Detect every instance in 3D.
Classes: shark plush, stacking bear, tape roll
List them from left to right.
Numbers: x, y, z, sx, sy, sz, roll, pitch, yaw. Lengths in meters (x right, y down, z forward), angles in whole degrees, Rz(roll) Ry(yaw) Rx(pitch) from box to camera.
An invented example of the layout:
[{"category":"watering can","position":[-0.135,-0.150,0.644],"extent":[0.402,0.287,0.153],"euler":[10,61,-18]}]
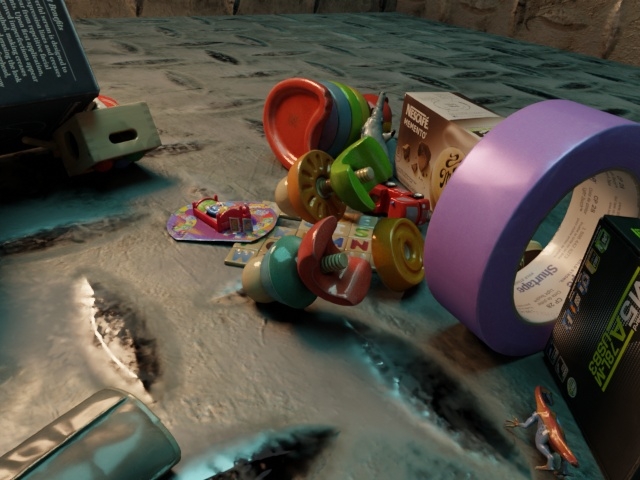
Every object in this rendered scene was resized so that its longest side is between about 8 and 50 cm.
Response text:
[{"category":"stacking bear","position":[0.040,-0.248,1.108],"extent":[0.289,0.175,0.164],"euler":[-13,41,-44]},{"category":"shark plush","position":[0.118,-0.202,1.043],"extent":[0.067,0.161,0.073],"euler":[6,-7,28]},{"category":"tape roll","position":[0.250,-0.009,0.593],"extent":[0.274,0.275,0.090],"euler":[-12,33,-27]}]

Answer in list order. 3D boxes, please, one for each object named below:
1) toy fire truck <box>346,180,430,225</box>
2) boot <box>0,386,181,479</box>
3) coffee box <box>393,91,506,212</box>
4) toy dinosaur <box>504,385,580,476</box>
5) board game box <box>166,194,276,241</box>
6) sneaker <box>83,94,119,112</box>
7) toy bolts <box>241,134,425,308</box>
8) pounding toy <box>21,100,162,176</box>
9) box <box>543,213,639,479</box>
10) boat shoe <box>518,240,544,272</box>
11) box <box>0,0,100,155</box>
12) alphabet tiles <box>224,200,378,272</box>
[{"category":"toy fire truck","position":[0.068,-0.068,0.881],"extent":[0.135,0.047,0.192],"euler":[-12,29,-36]},{"category":"boot","position":[-0.243,0.177,0.405],"extent":[0.189,0.076,0.208],"euler":[32,45,16]},{"category":"coffee box","position":[0.244,-0.133,0.914],"extent":[0.118,0.168,0.297],"euler":[-6,32,-17]},{"category":"toy dinosaur","position":[0.215,0.170,0.491],"extent":[0.047,0.090,0.082],"euler":[16,60,-11]},{"category":"board game box","position":[-0.152,-0.046,0.830],"extent":[0.168,0.033,0.133],"euler":[2,30,3]},{"category":"sneaker","position":[-0.497,-0.275,1.153],"extent":[0.279,0.107,0.118],"euler":[31,21,33]},{"category":"toy bolts","position":[0.008,0.013,0.691],"extent":[0.158,0.218,0.228],"euler":[-15,28,39]},{"category":"pounding toy","position":[-0.415,-0.157,0.946],"extent":[0.181,0.094,0.206],"euler":[-27,11,-41]},{"category":"box","position":[0.284,0.100,0.495],"extent":[0.045,0.191,0.184],"euler":[7,31,-1]},{"category":"boat shoe","position":[0.257,0.036,0.747],"extent":[0.135,0.050,0.045],"euler":[-14,37,-12]},{"category":"box","position":[-0.597,-0.240,0.810],"extent":[0.395,0.212,0.293],"euler":[-24,7,-39]},{"category":"alphabet tiles","position":[0.000,0.000,0.808],"extent":[0.237,0.009,0.198],"euler":[8,30,7]}]
